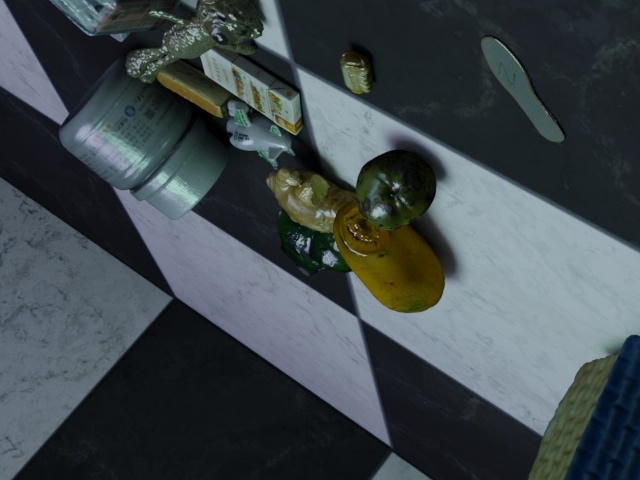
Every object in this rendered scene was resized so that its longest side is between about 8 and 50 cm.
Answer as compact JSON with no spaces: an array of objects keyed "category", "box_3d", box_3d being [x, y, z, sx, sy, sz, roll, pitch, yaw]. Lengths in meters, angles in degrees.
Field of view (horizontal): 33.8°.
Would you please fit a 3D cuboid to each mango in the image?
[{"category":"mango","box_3d":[0.123,0.025,1.941,0.187,0.144,0.359,49,-178,42]}]

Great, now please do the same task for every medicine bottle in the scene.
[{"category":"medicine bottle","box_3d":[-0.367,-0.212,2.231,0.306,0.245,0.245,40,163,-19]}]

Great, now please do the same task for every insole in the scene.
[{"category":"insole","box_3d":[0.268,-0.199,1.403,0.188,0.004,0.064,49,161,-24]}]

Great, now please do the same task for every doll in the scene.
[{"category":"doll","box_3d":[-0.226,-0.340,1.767,0.286,0.091,0.202,-2,150,20]}]

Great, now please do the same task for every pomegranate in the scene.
[{"category":"pomegranate","box_3d":[0.135,-0.073,1.754,0.163,0.138,0.125,42,-169,-37]}]

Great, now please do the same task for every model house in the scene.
[{"category":"model house","box_3d":[0.579,0.411,1.614,0.445,0.395,0.400,31,159,0]}]

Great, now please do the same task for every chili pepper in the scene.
[{"category":"chili pepper","box_3d":[-0.007,0.005,2.222,0.264,0.116,0.148,25,165,42]}]

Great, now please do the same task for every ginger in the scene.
[{"category":"ginger","box_3d":[-0.005,-0.077,2.057,0.216,0.102,0.157,32,155,-17]}]

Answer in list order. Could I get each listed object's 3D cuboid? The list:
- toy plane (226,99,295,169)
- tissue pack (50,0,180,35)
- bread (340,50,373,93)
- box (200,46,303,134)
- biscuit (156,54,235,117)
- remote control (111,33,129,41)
[{"category":"toy plane","box_3d":[-0.120,-0.202,2.031,0.174,0.080,0.174,36,163,13]},{"category":"tissue pack","box_3d":[-0.373,-0.442,1.724,0.228,0.103,0.315,44,-164,-2]},{"category":"bread","box_3d":[0.058,-0.260,1.628,0.049,0.033,0.088,17,158,20]},{"category":"box","box_3d":[-0.128,-0.285,1.929,0.220,0.032,0.122,34,162,17]},{"category":"biscuit","box_3d":[-0.248,-0.308,2.078,0.188,0.056,0.052,33,158,25]},{"category":"remote control","box_3d":[-0.439,-0.491,2.065,0.103,0.034,0.250,35,160,17]}]
